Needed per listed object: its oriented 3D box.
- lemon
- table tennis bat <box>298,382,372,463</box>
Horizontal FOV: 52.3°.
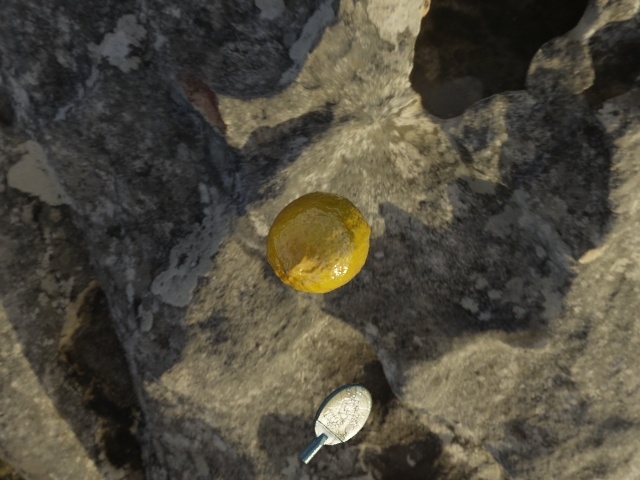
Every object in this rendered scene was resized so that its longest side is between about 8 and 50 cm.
[{"bbox_3d":[0.000,0.000,0.931,0.142,0.187,0.142,8,116,17],"label":"lemon"},{"bbox_3d":[0.023,0.300,1.065,0.155,0.019,0.100,-45,125,-9],"label":"table tennis bat"}]
